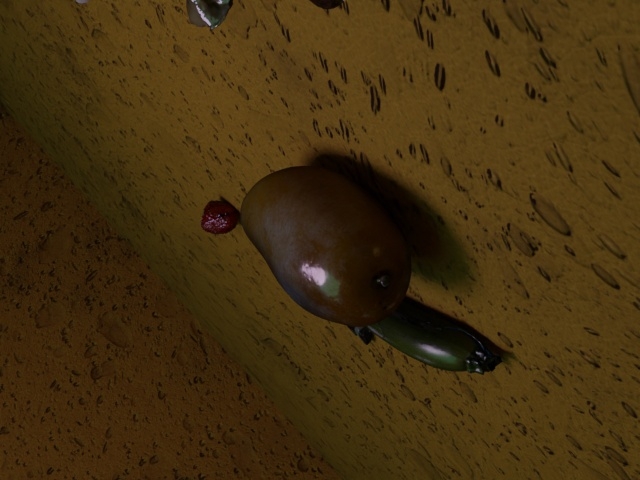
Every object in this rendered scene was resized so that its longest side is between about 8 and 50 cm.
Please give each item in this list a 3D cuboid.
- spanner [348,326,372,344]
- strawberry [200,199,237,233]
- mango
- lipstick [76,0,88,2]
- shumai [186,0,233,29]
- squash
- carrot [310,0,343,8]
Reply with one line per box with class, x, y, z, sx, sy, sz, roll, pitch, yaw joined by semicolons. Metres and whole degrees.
spanner;0.007;0.085;1.764;0.316;0.024;0.087;55;166;-12
strawberry;-0.229;-0.051;1.972;0.096;0.083;0.083;12;138;51
mango;0.000;0.000;1.344;0.384;0.199;0.221;27;149;52
lipstick;-0.493;-0.537;1.722;0.038;0.038;0.131;41;159;27
shumai;-0.171;-0.385;1.153;0.153;0.161;0.209;29;138;-27
squash;0.171;0.157;1.431;0.331;0.087;0.087;22;146;51
carrot;-0.053;-0.364;1.023;0.248;0.059;0.059;48;161;16
